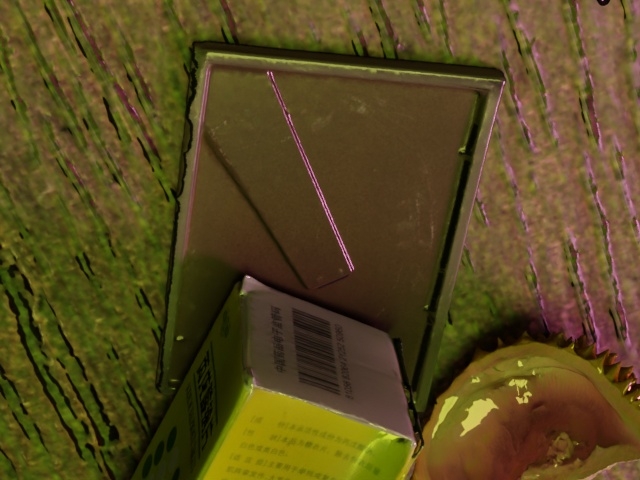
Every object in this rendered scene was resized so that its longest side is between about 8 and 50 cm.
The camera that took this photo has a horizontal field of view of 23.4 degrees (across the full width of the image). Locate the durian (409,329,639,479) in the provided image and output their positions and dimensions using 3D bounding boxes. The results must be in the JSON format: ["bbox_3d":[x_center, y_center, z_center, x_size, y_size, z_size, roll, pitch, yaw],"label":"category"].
[{"bbox_3d":[0.170,0.147,1.151,0.165,0.132,0.182,25,128,-8],"label":"durian"}]

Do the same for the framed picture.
[{"bbox_3d":[0.000,0.000,1.103,0.213,0.016,0.289,4,122,-9],"label":"framed picture"}]

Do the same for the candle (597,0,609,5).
[{"bbox_3d":[0.121,-0.190,0.992,0.167,0.021,0.026,19,119,-18],"label":"candle"}]

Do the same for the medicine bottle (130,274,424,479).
[{"bbox_3d":[-0.046,0.173,1.112,0.141,0.137,0.250,21,115,-15],"label":"medicine bottle"}]
